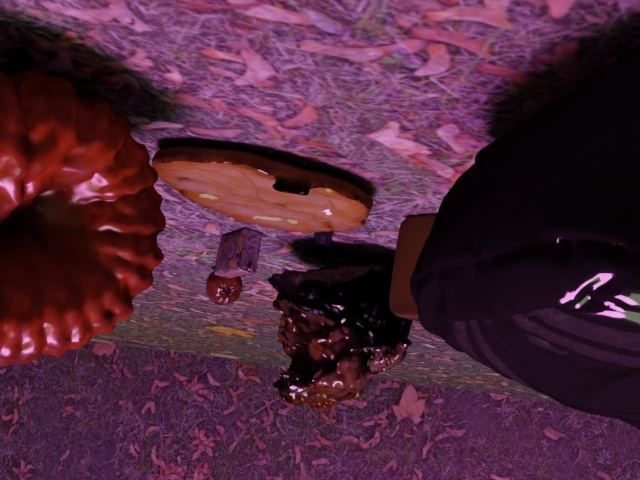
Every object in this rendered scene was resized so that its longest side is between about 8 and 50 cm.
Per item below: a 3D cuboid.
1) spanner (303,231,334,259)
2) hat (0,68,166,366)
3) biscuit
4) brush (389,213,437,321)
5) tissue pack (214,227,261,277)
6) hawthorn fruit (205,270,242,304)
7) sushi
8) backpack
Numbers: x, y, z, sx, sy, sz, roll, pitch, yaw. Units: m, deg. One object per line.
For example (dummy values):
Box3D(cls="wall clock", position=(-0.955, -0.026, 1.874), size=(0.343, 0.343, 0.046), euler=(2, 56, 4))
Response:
Box3D(cls="spanner", position=(0.000, 0.000, 1.150), size=(0.046, 0.012, 0.208), euler=(10, 165, 1))
Box3D(cls="hat", position=(-0.334, -0.059, 0.818), size=(0.285, 0.285, 0.400), euler=(20, -172, -36))
Box3D(cls="biscuit", position=(-0.063, -0.056, 0.932), size=(0.260, 0.041, 0.203), euler=(17, 167, -26))
Box3D(cls="brush", position=(0.178, 0.033, 0.945), size=(0.197, 0.123, 0.059), euler=(-1, 167, 37))
Box3D(cls="tissue pack", position=(-0.121, 0.020, 1.203), size=(0.035, 0.063, 0.083), euler=(15, 164, -30))
Box3D(cls="hawthorn fruit", position=(-0.178, 0.075, 1.486), size=(0.066, 0.067, 0.103), euler=(17, -171, -29))
Box3D(cls="sushi", position=(0.033, 0.139, 1.222), size=(0.225, 0.219, 0.238), euler=(-3, 169, 41))
Box3D(cls="backpack", position=(0.320, 0.036, 0.627), size=(0.445, 0.255, 0.363), euler=(28, 160, -15))
